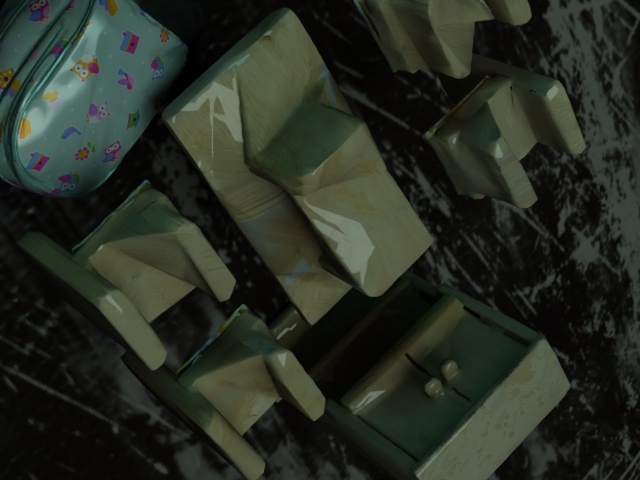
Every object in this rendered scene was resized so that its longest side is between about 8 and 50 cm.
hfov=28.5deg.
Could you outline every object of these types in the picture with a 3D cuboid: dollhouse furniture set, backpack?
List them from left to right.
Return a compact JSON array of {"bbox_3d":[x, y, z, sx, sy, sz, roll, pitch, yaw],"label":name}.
[{"bbox_3d":[-0.174,-0.122,0.875,0.182,0.115,0.152,-54,137,1],"label":"backpack"},{"bbox_3d":[0.000,0.000,0.994,0.362,0.256,0.394,-44,129,-14],"label":"dollhouse furniture set"}]
